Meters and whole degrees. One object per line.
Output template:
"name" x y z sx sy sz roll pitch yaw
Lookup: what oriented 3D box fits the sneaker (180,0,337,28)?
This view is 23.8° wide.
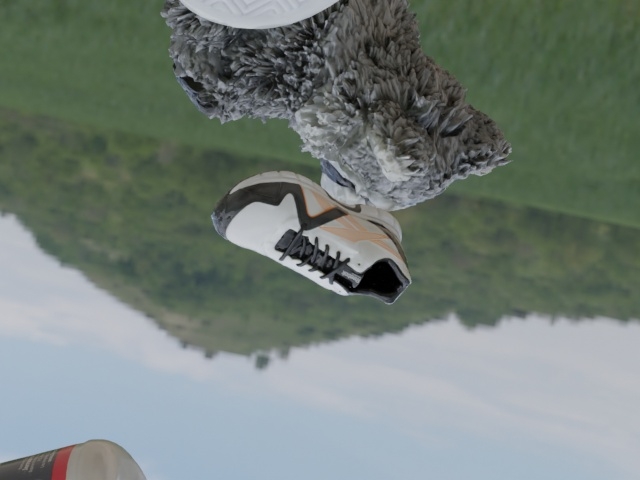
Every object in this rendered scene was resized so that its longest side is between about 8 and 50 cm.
"sneaker" 0.002 -0.238 0.570 0.108 0.293 0.169 10 -145 -15

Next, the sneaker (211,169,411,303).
"sneaker" 0.000 0.000 0.702 0.109 0.040 0.044 14 -142 -34

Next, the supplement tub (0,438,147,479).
"supplement tub" -0.266 0.276 1.199 0.272 0.191 0.191 -15 180 5

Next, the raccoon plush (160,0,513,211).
"raccoon plush" 0.019 -0.233 1.344 0.216 0.446 0.299 -27 -145 -34
